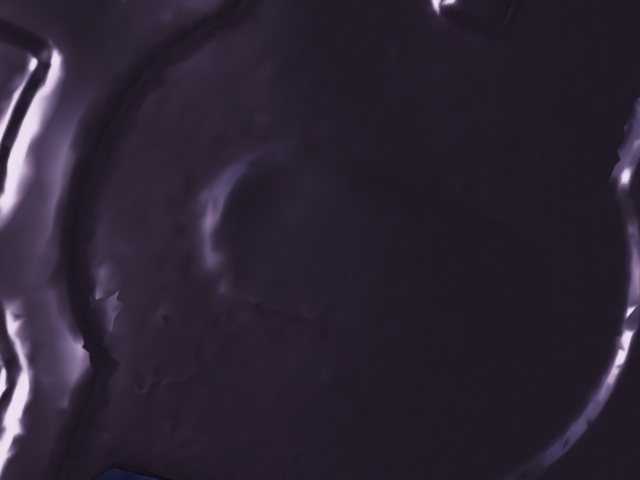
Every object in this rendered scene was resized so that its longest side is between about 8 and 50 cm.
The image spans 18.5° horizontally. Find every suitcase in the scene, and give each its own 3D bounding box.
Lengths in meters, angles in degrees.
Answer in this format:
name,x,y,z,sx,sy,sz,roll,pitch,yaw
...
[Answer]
name,x,y,z,sx,sy,sz,roll,pitch,yaw
suitcase,0.000,0.000,0.473,0.286,0.066,0.206,20,91,-29
